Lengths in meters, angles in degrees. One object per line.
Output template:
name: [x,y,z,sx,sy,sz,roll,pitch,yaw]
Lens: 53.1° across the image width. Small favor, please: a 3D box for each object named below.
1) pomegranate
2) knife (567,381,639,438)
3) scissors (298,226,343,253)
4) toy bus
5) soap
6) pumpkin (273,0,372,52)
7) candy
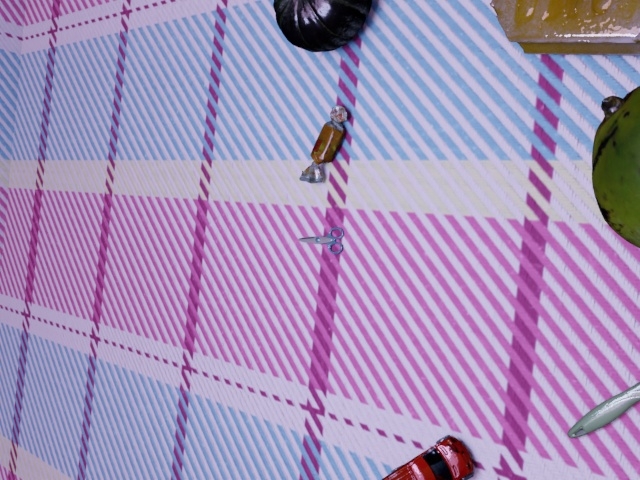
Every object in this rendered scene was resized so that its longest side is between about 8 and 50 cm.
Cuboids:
pomegranate: [0.506,-0.073,0.844,0.260,0.260,0.340,-37,89,32]
knife: [0.494,0.226,0.966,0.293,0.020,0.043,-47,58,26]
scissors: [0.000,0.000,1.396,0.119,0.014,0.058,0,86,36]
toy bus: [0.182,0.431,1.164,0.195,0.089,0.081,-44,62,29]
soap: [0.410,-0.387,1.039,0.258,0.080,0.160,14,91,39]
pumpkin: [0.004,-0.505,1.336,0.221,0.162,0.220,2,93,38]
candy: [0.013,-0.202,1.381,0.053,0.046,0.182,37,105,39]
